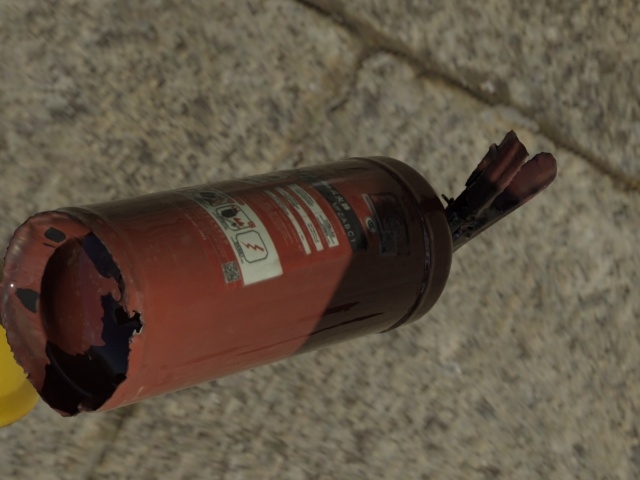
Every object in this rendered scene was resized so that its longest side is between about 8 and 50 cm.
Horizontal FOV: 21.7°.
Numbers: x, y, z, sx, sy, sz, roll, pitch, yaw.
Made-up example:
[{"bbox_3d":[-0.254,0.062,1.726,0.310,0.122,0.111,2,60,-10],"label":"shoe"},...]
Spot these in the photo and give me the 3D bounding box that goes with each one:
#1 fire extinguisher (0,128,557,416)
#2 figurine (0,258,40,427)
[{"bbox_3d":[0.000,0.000,0.915,0.147,0.337,0.106,-42,71,42],"label":"fire extinguisher"},{"bbox_3d":[-0.241,0.101,0.920,0.167,0.192,0.257,-4,93,13],"label":"figurine"}]
